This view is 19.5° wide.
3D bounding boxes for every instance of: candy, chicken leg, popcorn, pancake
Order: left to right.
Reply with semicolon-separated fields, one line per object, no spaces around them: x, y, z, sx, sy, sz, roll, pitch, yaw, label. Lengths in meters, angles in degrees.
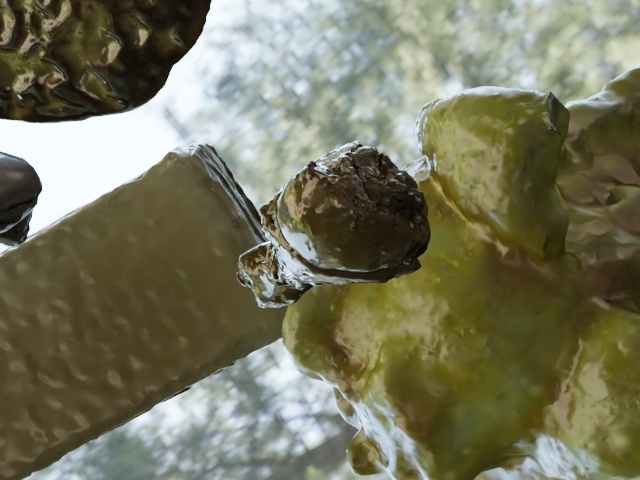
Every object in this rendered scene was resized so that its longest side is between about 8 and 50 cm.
-0.123;-0.123;0.712;0.184;0.190;0.020;53;-146;-21;pancake
-0.184;0.062;1.548;0.179;0.321;0.135;61;-176;-4;candy
0.001;0.003;0.993;0.085;0.198;0.069;-19;-98;-22;chicken leg
0.126;0.019;1.275;0.325;0.290;0.321;63;-154;-53;popcorn

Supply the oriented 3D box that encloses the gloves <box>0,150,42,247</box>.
-0.180;0.017;0.481;0.119;0.285;0.142;33;-127;-33;gloves
